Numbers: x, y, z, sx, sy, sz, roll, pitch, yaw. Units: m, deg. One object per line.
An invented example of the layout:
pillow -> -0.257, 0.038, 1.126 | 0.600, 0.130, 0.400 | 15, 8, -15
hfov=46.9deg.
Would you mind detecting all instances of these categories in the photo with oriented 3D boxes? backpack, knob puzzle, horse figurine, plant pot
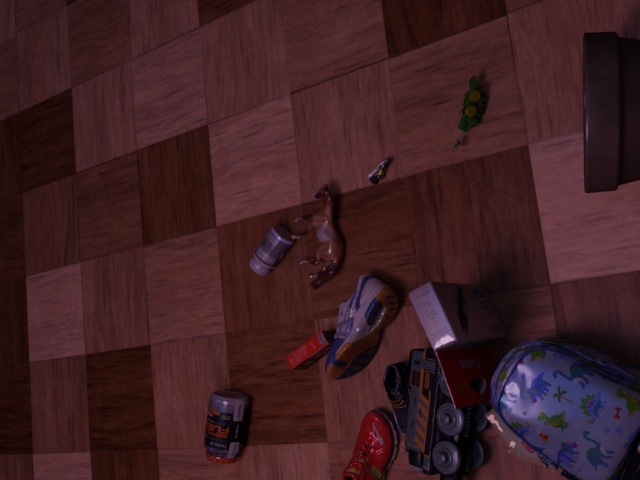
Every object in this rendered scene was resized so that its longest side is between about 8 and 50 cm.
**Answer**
backpack -> 0.530, 0.344, 1.519 | 0.356, 0.273, 0.290 | 38, 111, 39
knob puzzle -> 0.498, 0.415, 1.650 | 0.213, 0.030, 0.213 | -4, 77, 19
horse figurine -> 0.000, 0.000, 2.026 | 0.175, 0.066, 0.263 | -27, 68, 36
plant pot -> 0.668, -0.261, 1.463 | 0.281, 0.323, 0.322 | -2, 84, 19

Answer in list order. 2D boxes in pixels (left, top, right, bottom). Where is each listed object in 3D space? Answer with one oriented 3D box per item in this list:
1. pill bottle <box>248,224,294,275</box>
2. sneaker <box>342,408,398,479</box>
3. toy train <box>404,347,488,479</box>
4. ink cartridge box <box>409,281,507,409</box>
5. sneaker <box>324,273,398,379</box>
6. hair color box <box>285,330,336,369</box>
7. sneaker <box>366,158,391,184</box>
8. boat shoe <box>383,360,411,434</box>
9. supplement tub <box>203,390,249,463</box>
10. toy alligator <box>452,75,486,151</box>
pill bottle -> -0.142, 0.031, 2.113 | 0.078, 0.078, 0.137 | 49, 113, 28
sneaker -> 0.113, 0.567, 1.859 | 0.107, 0.118, 0.278 | 14, 94, 35
toy train -> 0.291, 0.405, 1.749 | 0.190, 0.142, 0.333 | 5, 91, 47
ink cartridge box -> 0.333, 0.223, 1.629 | 0.066, 0.296, 0.261 | -32, 69, 28
sneaker -> 0.092, 0.225, 1.932 | 0.296, 0.112, 0.131 | -59, 41, 14
hair color box -> -0.018, 0.298, 2.005 | 0.141, 0.072, 0.043 | -40, 64, 26
sneaker -> 0.161, -0.181, 1.954 | 0.083, 0.031, 0.035 | -44, 77, 28
boat shoe -> 0.193, 0.395, 1.840 | 0.065, 0.083, 0.183 | -9, 81, 34
supplement tub -> -0.273, 0.538, 2.134 | 0.117, 0.117, 0.190 | 7, 89, 35
toy alligator -> 0.371, -0.305, 1.805 | 0.051, 0.056, 0.189 | 13, 94, -5
